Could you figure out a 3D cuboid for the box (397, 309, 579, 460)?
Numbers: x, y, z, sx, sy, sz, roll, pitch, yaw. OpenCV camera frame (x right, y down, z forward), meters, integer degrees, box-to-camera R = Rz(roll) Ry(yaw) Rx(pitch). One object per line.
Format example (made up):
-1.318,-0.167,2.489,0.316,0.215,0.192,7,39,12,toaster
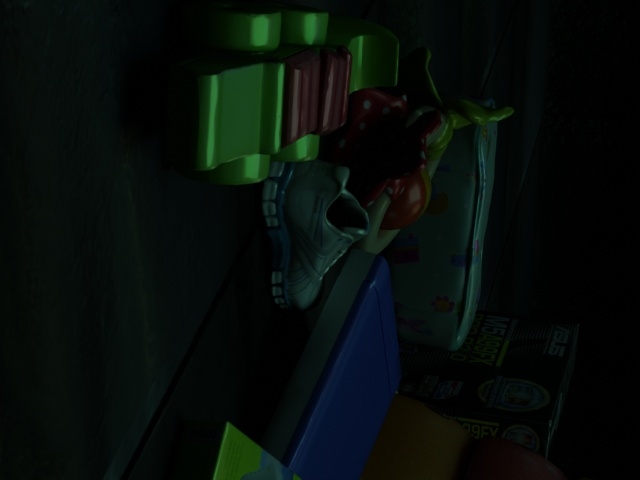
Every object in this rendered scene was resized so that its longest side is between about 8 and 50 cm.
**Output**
0.176,0.160,1.996,0.270,0.216,0.060,-54,149,-63,box

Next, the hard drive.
-0.007,0.194,1.493,0.210,0.040,0.319,81,29,-53,hard drive

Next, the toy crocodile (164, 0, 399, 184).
-0.028,-0.104,1.180,0.340,0.105,0.115,-33,129,-73,toy crocodile

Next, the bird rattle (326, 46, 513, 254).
0.083,-0.068,1.677,0.253,0.143,0.207,-57,168,-57,bird rattle

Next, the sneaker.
0.000,0.000,1.423,0.191,0.083,0.071,82,17,-55,sneaker

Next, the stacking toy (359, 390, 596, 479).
0.225,0.338,1.713,0.350,0.479,0.351,8,90,-78,stacking toy

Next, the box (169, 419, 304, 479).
-0.054,0.216,1.282,0.178,0.042,0.109,45,51,-50,box

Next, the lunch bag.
0.135,-0.023,1.952,0.224,0.107,0.279,-61,158,-71,lunch bag
